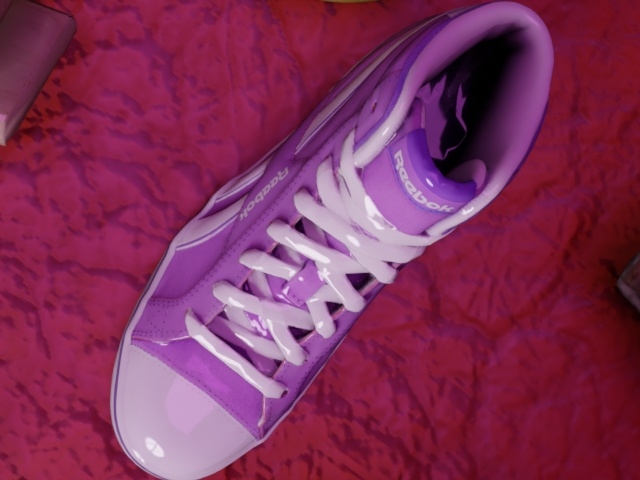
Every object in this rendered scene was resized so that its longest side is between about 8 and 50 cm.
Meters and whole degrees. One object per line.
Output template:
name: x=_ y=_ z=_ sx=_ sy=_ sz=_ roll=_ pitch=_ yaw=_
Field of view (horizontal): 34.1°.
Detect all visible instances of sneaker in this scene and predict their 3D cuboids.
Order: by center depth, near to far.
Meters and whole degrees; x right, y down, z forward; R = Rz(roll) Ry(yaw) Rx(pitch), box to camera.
sneaker: x=-0.001 y=-0.001 z=0.480 sx=0.102 sy=0.161 sz=0.282 roll=37 pitch=86 yaw=-9

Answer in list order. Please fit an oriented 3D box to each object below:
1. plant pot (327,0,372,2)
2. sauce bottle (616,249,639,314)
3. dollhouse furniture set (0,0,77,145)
plant pot: x=0.019 y=-0.161 z=0.524 sx=0.083 sy=0.081 sz=0.082 roll=17 pitch=87 yaw=-19
sauce bottle: x=0.287 y=0.125 z=0.502 sx=0.111 sy=0.111 sz=0.344 roll=-31 pitch=75 yaw=-8
dollhouse furniture set: x=-0.173 y=-0.308 z=0.360 sx=0.256 sy=0.362 sz=0.394 roll=21 pitch=69 yaw=5
